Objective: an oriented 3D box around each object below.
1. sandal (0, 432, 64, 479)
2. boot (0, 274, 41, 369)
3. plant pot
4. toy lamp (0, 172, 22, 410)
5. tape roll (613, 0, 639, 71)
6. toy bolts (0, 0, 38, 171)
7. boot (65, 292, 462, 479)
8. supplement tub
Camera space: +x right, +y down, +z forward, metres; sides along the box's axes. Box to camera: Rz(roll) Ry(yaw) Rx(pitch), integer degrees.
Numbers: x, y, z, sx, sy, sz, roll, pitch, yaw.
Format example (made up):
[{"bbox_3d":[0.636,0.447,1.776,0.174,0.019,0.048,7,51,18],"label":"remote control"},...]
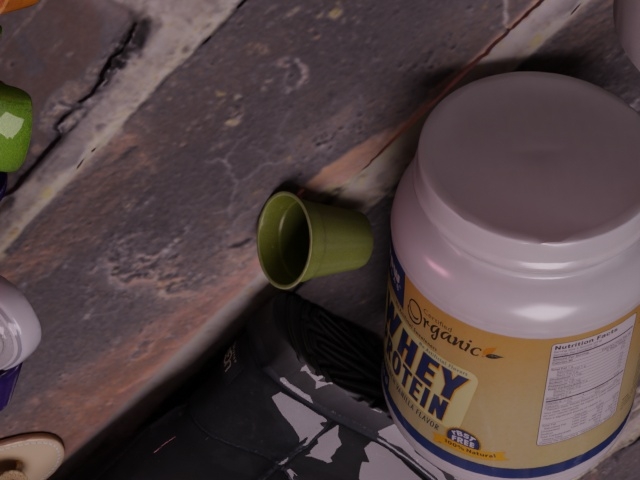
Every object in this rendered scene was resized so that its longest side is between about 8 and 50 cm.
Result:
[{"bbox_3d":[-0.349,0.265,1.781,0.240,0.079,0.088,-19,139,4],"label":"sandal"},{"bbox_3d":[-0.332,0.092,1.475,0.258,0.123,0.095,-10,115,49],"label":"boot"},{"bbox_3d":[0.000,0.000,1.606,0.079,0.083,0.083,1,138,-36],"label":"plant pot"},{"bbox_3d":[-0.290,0.044,1.560,0.080,0.080,0.274,-6,135,-11],"label":"toy lamp"},{"bbox_3d":[0.337,-0.219,1.334,0.246,0.246,0.169,-11,139,-6],"label":"tape roll"},{"bbox_3d":[-0.285,-0.174,1.204,0.158,0.228,0.218,-4,133,-28],"label":"toy bolts"},{"bbox_3d":[-0.058,0.286,1.820,0.367,0.146,0.445,36,115,-22],"label":"boot"},{"bbox_3d":[0.169,0.036,1.577,0.228,0.228,0.316,-8,138,-8],"label":"supplement tub"}]
